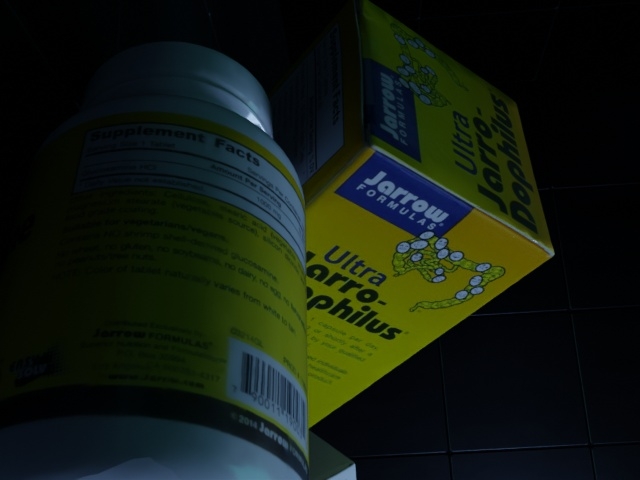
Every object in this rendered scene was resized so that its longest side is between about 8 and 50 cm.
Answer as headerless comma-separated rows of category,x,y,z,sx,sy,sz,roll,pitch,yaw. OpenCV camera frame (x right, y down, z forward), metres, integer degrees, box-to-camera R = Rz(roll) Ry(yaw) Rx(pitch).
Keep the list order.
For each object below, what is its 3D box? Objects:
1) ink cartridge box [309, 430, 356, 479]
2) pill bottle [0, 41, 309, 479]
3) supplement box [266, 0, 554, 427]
ink cartridge box,-0.053,0.349,0.992,0.201,0.117,0.278,23,-56,51
pill bottle,-0.102,0.033,0.540,0.188,0.188,0.333,84,4,-49
supplement box,0.000,0.000,0.789,0.356,0.195,0.194,-42,-146,36
